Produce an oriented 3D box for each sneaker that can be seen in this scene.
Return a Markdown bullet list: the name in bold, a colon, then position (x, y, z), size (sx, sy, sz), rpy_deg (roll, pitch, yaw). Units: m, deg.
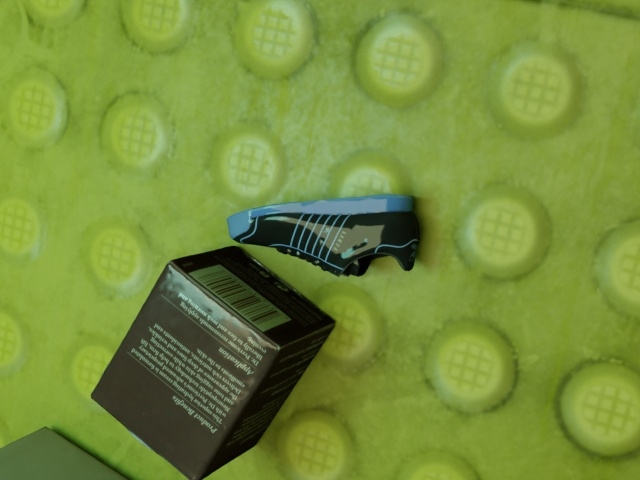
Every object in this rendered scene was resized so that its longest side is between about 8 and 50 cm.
- **sneaker**: position (0.000, 0.000, 1.287), size (0.232, 0.081, 0.090), rpy_deg (-5, 87, 22)

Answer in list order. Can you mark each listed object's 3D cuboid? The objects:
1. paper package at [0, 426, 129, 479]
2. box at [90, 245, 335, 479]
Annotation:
- **paper package**: position (-0.325, 0.404, 1.342), size (0.325, 0.309, 0.168), rpy_deg (28, 110, 18)
- **box**: position (-0.124, 0.138, 1.307), size (0.168, 0.167, 0.203), rpy_deg (37, 108, 14)
